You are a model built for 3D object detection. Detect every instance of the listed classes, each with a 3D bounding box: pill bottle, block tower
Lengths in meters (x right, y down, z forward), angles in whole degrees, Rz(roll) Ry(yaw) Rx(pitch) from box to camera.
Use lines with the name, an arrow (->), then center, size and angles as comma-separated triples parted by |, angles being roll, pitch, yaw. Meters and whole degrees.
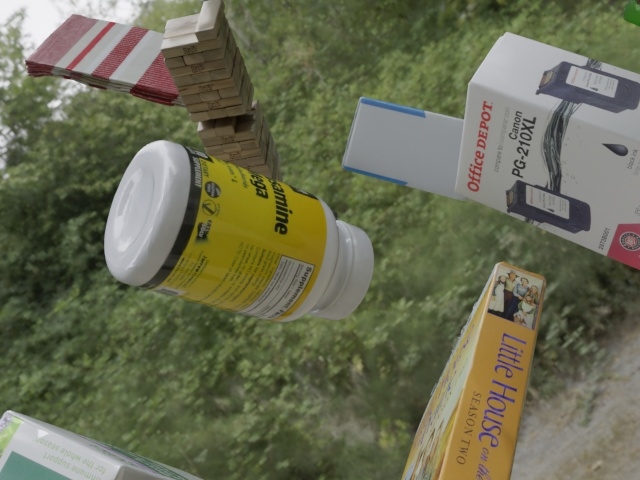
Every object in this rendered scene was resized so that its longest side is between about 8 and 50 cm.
pill bottle -> -0.099, 0.003, 1.106 | 0.334, 0.188, 0.188 | 18, -49, -33
block tower -> -0.149, -0.204, 1.297 | 0.097, 0.091, 0.335 | -8, -46, 10

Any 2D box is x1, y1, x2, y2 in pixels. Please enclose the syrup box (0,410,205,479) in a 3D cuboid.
syrup box -> -0.127, 0.195, 0.550 | 0.096, 0.093, 0.237 | -67, -26, -17

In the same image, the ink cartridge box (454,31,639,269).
ink cartridge box -> 0.269, -0.091, 0.858 | 0.100, 0.237, 0.172 | -51, -25, -31

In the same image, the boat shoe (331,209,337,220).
boat shoe -> 0.000, 0.000, 1.699 | 0.040, 0.049, 0.142 | -30, -30, -56

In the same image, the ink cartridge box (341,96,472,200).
ink cartridge box -> 0.203, -0.151, 1.460 | 0.307, 0.223, 0.129 | -2, -73, -68

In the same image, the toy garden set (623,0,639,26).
toy garden set -> 0.402, -0.186, 0.636 | 0.204, 0.244, 0.049 | -28, -45, -19

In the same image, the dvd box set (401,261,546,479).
dvd box set -> 0.111, 0.256, 0.786 | 0.420, 0.062, 0.307 | -60, -11, -49

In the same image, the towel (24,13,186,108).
towel -> -0.361, -0.346, 1.577 | 0.237, 0.329, 0.037 | -75, -3, -52
